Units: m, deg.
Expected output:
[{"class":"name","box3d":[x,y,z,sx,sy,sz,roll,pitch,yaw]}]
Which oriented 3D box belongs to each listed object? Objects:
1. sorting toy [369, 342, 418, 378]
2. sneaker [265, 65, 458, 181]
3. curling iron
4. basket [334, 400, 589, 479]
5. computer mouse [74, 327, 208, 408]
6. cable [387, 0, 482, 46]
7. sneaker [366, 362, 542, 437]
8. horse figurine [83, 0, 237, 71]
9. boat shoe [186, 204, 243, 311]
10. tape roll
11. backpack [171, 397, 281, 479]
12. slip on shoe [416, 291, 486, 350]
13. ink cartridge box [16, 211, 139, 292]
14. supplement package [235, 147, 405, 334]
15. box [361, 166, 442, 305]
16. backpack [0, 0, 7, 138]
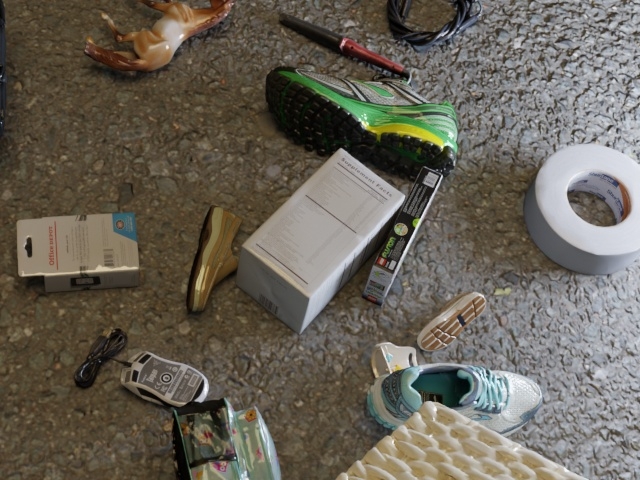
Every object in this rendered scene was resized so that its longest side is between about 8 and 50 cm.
[{"class":"sorting toy","box3d":[0.123,0.197,1.841,0.075,0.045,0.083,-12,73,-27]},{"class":"sneaker","box3d":[0.069,-0.216,2.026,0.344,0.134,0.146,20,53,-8]},{"class":"curling iron","box3d":[0.043,-0.335,2.126,0.274,0.035,0.068,34,61,9]},{"class":"basket","box3d":[0.168,0.429,1.491,0.331,0.266,0.328,27,37,29]},{"class":"computer mouse","box3d":[-0.258,0.204,1.776,0.193,0.042,0.106,22,55,10]},{"class":"cable","box3d":[0.197,-0.425,2.195,0.184,0.047,0.150,-37,72,-24]},{"class":"sneaker","box3d":[0.218,0.234,1.768,0.283,0.122,0.110,2,67,-24]},{"class":"horse figurine","box3d":[-0.290,-0.365,2.073,0.174,0.066,0.263,31,59,15]},{"class":"boat shoe","box3d":[-0.159,0.032,1.875,0.072,0.068,0.190,19,59,-12]},{"class":"tape roll","box3d":[0.457,-0.054,2.016,0.219,0.072,0.219,4,61,-6]},{"class":"backpack","box3d":[-0.127,0.326,1.655,0.144,0.166,0.188,-5,64,-1]},{"class":"slip on shoe","box3d":[0.201,0.125,1.895,0.135,0.051,0.041,-39,34,-17]},{"class":"ink cartridge box","box3d":[-0.373,0.019,1.846,0.180,0.060,0.104,-3,62,-11]},{"class":"supplement package","box3d":[0.000,0.000,1.875,0.139,0.134,0.244,38,63,12]},{"class":"box","box3d":[0.130,-0.007,1.912,0.036,0.114,0.207,25,60,5]},{"class":"backpack","box3d":[-0.692,-0.265,1.864,0.356,0.273,0.290,6,60,-31]}]
